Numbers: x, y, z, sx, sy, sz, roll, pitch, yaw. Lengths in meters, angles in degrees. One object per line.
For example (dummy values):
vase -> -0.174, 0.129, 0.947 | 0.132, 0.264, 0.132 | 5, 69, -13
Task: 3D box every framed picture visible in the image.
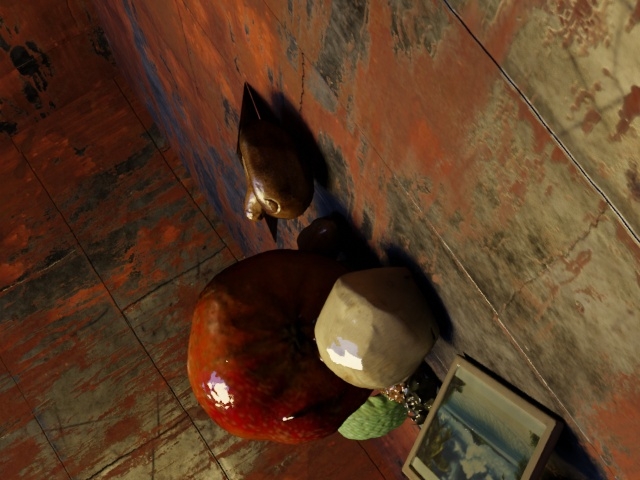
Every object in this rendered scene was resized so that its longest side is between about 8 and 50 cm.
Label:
framed picture -> 0.245, 0.332, 1.485 | 0.024, 0.232, 0.315 | 24, -177, -23

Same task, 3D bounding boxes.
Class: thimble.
thimble -> 0.095, 0.335, 2.130 | 0.219, 0.219, 0.150 | 49, 158, 38

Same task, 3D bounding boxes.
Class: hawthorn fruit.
hawthorn fruit -> -0.069, 0.218, 1.886 | 0.403, 0.403, 0.403 | 54, 170, 15

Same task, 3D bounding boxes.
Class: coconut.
coconut -> 0.103, 0.146, 1.640 | 0.224, 0.224, 0.224 | 54, 170, 15

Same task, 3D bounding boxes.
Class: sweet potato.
sweet potato -> 0.000, 0.000, 1.946 | 0.097, 0.097, 0.252 | 55, 166, 11

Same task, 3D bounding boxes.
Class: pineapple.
pineapple -> 0.196, 0.319, 1.936 | 0.251, 0.125, 0.125 | 42, 163, 38

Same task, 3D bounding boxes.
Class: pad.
pad -> -0.125, -0.159, 1.975 | 0.300, 0.005, 0.202 | 70, -163, -51

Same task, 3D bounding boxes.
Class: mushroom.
mushroom -> -0.080, -0.132, 1.771 | 0.231, 0.138, 0.194 | -117, 24, -81

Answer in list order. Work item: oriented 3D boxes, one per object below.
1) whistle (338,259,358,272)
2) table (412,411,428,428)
whistle -> 0.086, 0.129, 1.998 | 0.258, 0.067, 0.126 | 44, 161, 43
table -> 0.259, 0.417, 2.123 | 0.133, 0.043, 0.133 | 54, 170, 15
